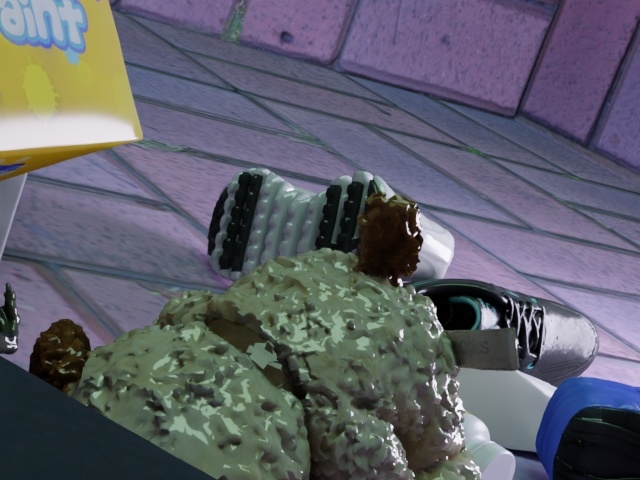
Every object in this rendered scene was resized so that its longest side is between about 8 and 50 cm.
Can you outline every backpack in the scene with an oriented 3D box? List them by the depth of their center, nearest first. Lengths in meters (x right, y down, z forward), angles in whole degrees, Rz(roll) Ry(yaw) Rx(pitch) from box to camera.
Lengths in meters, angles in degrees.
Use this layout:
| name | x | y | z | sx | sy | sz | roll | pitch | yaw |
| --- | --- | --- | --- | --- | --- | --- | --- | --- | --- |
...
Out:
| name | x | y | z | sx | sy | sz | roll | pitch | yaw |
| --- | --- | --- | --- | --- | --- | --- | --- | --- | --- |
| backpack | 0.227 | 0.157 | 1.271 | 0.120 | 0.098 | 0.101 | 8 | 17 | -12 |

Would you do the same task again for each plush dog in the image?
| name | x | y | z | sx | sy | sz | roll | pitch | yaw |
| --- | --- | --- | --- | --- | --- | --- | --- | --- | --- |
| plush dog | -0.036 | 0.095 | 0.910 | 0.262 | 0.211 | 0.225 | 36 | 42 | 25 |

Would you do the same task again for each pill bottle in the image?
| name | x | y | z | sx | sy | sz | roll | pitch | yaw |
| --- | --- | --- | --- | --- | --- | --- | --- | --- | --- |
| pill bottle | 0.079 | 0.143 | 1.160 | 0.116 | 0.065 | 0.065 | 29 | 15 | 37 |

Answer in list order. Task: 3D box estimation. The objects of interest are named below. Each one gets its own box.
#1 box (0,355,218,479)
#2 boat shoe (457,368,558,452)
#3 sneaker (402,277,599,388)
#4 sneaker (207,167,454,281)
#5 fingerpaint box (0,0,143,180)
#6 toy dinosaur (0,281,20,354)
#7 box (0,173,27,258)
| name | x | y | z | sx | sy | sz | roll | pitch | yaw |
| --- | --- | --- | --- | --- | --- | --- | --- | --- | --- |
| box | -0.140 | 0.164 | 0.394 | 0.395 | 0.212 | 0.293 | 26 | 13 | 25 |
| boat shoe | 0.169 | 0.137 | 1.342 | 0.184 | 0.066 | 0.063 | 14 | 0 | -16 |
| sneaker | 0.137 | 0.084 | 1.378 | 0.267 | 0.101 | 0.106 | 4 | -12 | -30 |
| sneaker | 0.000 | 0.000 | 1.465 | 0.118 | 0.110 | 0.292 | 18 | -6 | -35 |
| fingerpaint box | -0.349 | -0.058 | 0.722 | 0.371 | 0.163 | 0.445 | -15 | 0 | 20 |
| toy dinosaur | -0.228 | 0.074 | 0.989 | 0.268 | 0.064 | 0.118 | 17 | 26 | -28 |
| box | -0.343 | -0.115 | 1.352 | 0.215 | 0.168 | 0.345 | 17 | 14 | -13 |
